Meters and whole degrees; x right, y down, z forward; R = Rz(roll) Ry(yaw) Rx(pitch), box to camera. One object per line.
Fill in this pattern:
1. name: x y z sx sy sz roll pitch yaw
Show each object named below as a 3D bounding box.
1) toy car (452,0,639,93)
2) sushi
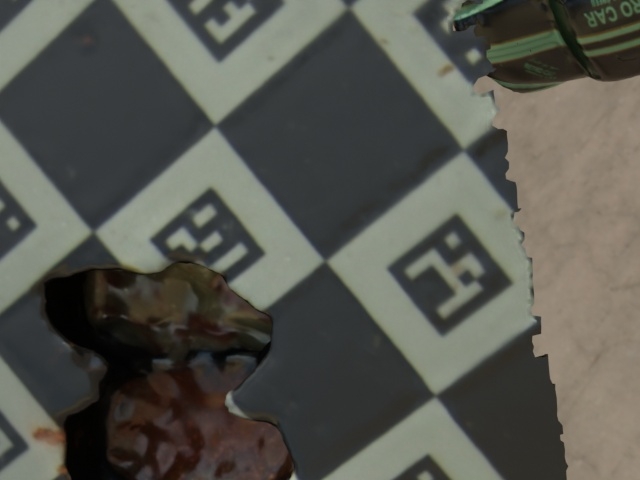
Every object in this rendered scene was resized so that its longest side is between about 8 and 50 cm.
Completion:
1. toy car: 0.244 -0.200 0.930 0.306 0.136 0.125 -14 38 33
2. sushi: -0.051 0.059 0.359 0.264 0.290 0.050 -13 8 14
